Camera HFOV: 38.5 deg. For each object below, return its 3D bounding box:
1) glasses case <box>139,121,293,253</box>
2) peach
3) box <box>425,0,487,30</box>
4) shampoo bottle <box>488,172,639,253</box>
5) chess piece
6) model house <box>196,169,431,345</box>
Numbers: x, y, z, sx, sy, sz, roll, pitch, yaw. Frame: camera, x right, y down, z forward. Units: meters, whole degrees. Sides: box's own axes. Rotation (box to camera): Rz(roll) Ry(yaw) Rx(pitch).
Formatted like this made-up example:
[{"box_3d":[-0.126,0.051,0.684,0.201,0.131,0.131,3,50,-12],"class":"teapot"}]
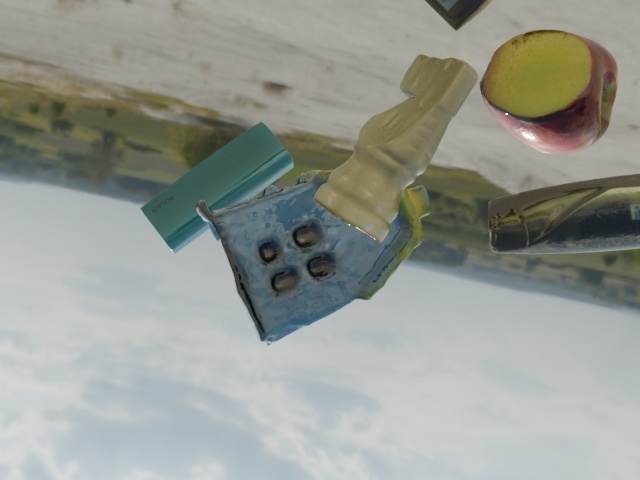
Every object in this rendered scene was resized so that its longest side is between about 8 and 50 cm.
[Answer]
[{"box_3d":[-0.206,-0.111,1.818,0.117,0.301,0.070,51,173,12],"class":"glasses case"},{"box_3d":[0.471,-0.303,1.919,0.275,0.248,0.245,22,143,31],"class":"peach"},{"box_3d":[0.124,-0.379,1.163,0.240,0.071,0.159,45,-151,0],"class":"box"},{"box_3d":[0.439,-0.039,1.438,0.350,0.125,0.084,-7,-142,19],"class":"shampoo bottle"},{"box_3d":[0.082,-0.102,0.947,0.090,0.200,0.090,34,-176,-3],"class":"chess piece"},{"box_3d":[0.000,0.000,1.302,0.303,0.215,0.237,-19,-176,-7],"class":"model house"}]
